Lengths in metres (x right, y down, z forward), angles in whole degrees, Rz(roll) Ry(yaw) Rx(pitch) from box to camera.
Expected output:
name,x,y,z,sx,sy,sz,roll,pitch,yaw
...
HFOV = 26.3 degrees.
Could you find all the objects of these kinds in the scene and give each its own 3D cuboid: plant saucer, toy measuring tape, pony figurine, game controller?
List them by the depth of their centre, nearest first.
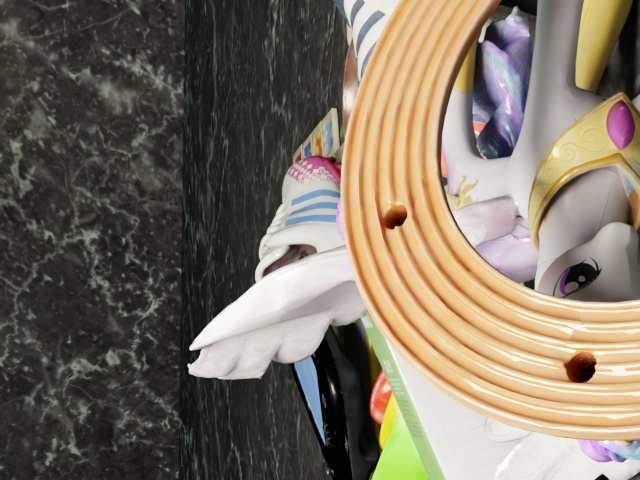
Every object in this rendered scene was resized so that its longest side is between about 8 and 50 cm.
name,x,y,z,sx,sy,sz,roll,pitch,yaw
pony figurine,0.112,-0.012,0.806,0.351,0.303,0.363,130,153,-58
toy measuring tape,0.121,0.077,1.081,0.121,0.121,0.330,-126,53,-67
plant saucer,0.057,-0.143,1.440,0.168,0.029,0.168,179,90,-77
game controller,-0.004,0.135,1.473,0.319,0.067,0.166,-118,10,-62

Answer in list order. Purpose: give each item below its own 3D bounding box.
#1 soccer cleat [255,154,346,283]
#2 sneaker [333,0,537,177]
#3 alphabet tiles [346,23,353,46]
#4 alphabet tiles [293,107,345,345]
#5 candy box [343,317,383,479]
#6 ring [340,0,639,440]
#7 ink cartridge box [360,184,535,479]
name,x,y,z,sx,sy,sz,roll,pitch,yaw
soccer cleat,-0.015,-0.006,1.446,0.331,0.143,0.116,-133,26,-67
sneaker,0.070,-0.145,1.134,0.350,0.131,0.148,-125,47,-67
alphabet tiles,0.046,-0.358,1.484,0.284,0.021,0.278,173,95,-76
alphabet tiles,0.000,0.000,1.728,0.342,0.011,0.285,139,128,-73
candy box,0.054,0.178,1.484,0.105,0.027,0.205,148,119,-72
ring,0.153,-0.068,0.624,0.337,0.032,0.336,-19,55,29
ink cartridge box,0.098,0.072,0.971,0.062,0.109,0.209,144,103,-80
